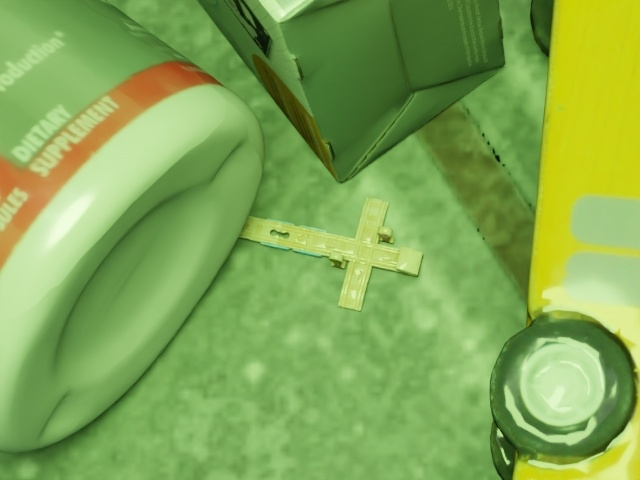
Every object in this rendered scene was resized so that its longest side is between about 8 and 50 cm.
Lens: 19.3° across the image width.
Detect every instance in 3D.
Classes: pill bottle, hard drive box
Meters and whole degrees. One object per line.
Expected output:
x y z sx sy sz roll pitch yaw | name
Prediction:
-0.177 -0.061 0.726 0.283 0.161 0.161 35 80 15 | pill bottle
-0.034 -0.158 0.730 0.089 0.181 0.232 -36 72 -4 | hard drive box

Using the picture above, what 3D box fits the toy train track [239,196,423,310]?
0.000 0.000 0.765 0.083 0.014 0.048 12 75 10 | toy train track

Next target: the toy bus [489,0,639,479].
0.138 -0.041 0.696 0.130 0.108 0.333 5 74 7 | toy bus
